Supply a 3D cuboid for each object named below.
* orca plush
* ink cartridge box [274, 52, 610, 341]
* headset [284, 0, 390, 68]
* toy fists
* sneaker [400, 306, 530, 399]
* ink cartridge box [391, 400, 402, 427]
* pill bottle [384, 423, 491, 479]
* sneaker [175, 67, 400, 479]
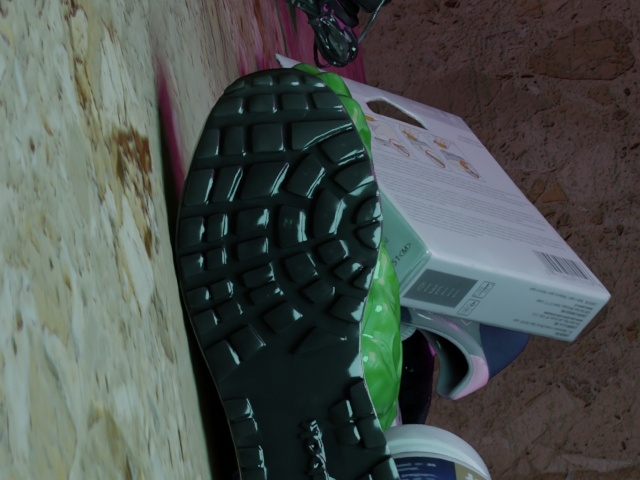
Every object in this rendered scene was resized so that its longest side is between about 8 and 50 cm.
[{"bbox_3d":[0.039,0.092,1.895,0.102,0.151,0.287,-31,134,-46],"label":"orca plush"},{"bbox_3d":[0.088,-0.032,1.640,0.275,0.060,0.239,14,31,-51],"label":"ink cartridge box"},{"bbox_3d":[0.052,-0.325,2.062,0.185,0.243,0.394,51,38,-28],"label":"headset"},{"bbox_3d":[0.000,0.000,1.389,0.142,0.096,0.279,92,-8,-52],"label":"toy fists"},{"bbox_3d":[0.064,0.019,1.766,0.319,0.131,0.112,42,-9,-21],"label":"sneaker"},{"bbox_3d":[0.045,0.190,1.789,0.109,0.063,0.150,-84,165,-73],"label":"ink cartridge box"},{"bbox_3d":[0.069,0.241,1.396,0.264,0.153,0.153,-89,170,-69],"label":"pill bottle"},{"bbox_3d":[-0.025,0.052,1.057,0.124,0.107,0.283,-169,-107,-79],"label":"sneaker"}]
